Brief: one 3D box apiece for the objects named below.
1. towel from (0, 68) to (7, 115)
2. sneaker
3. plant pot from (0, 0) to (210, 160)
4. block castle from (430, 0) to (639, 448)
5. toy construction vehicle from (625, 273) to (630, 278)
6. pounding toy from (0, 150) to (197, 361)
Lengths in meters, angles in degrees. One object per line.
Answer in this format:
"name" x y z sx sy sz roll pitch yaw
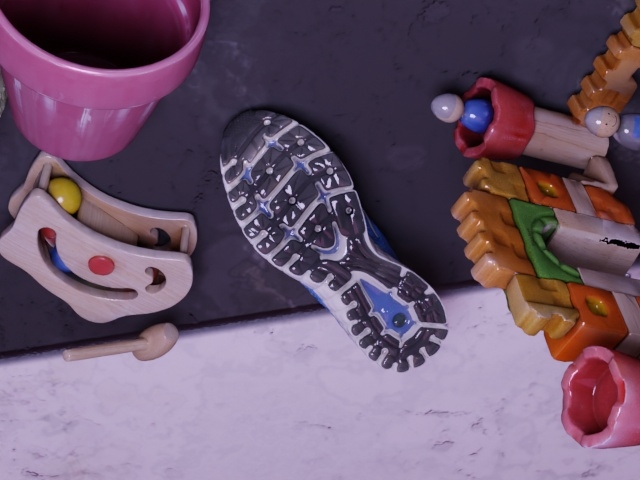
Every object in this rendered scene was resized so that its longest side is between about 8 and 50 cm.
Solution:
"towel" -0.324 -0.139 1.157 0.027 0.148 0.110 11 135 -1
"sneaker" 0.000 0.000 1.317 0.130 0.147 0.330 -38 106 -5
"plant pot" -0.215 -0.175 1.118 0.201 0.201 0.180 9 146 -12
"block castle" 0.271 -0.062 1.082 0.213 0.453 0.303 10 131 -23
"toy construction vehicle" 0.325 0.078 1.482 0.098 0.035 0.086 4 131 -8
"pounding toy" -0.225 0.036 1.315 0.154 0.155 0.269 -28 128 25
